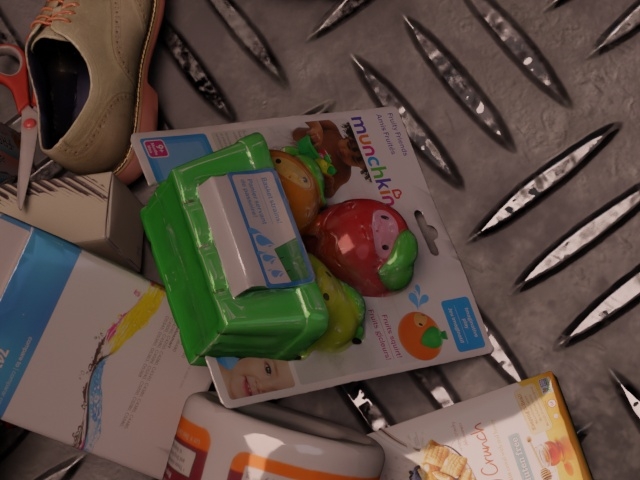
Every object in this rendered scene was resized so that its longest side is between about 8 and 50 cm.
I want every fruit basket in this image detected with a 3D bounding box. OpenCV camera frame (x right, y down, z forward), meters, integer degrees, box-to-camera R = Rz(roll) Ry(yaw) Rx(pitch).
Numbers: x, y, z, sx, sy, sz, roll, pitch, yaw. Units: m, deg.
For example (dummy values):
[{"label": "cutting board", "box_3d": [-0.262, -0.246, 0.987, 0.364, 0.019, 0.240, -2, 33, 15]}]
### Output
[{"label": "fruit basket", "box_3d": [0.000, 0.000, 1.552, 0.353, 0.165, 0.327, -10, 69, -26]}]

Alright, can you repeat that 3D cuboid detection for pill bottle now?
[{"label": "pill bottle", "box_3d": [-0.087, 0.374, 1.498, 0.224, 0.224, 0.392, 16, 90, 20]}]

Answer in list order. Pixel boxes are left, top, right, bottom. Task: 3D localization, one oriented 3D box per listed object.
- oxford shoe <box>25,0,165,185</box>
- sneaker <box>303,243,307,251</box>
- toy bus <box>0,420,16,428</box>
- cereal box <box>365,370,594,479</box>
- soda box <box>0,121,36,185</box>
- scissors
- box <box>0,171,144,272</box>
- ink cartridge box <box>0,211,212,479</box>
[{"label": "oxford shoe", "box_3d": [-0.285, -0.270, 1.756, 0.140, 0.146, 0.397, -17, 70, 30]}, {"label": "sneaker", "box_3d": [-0.069, 0.098, 1.656, 0.081, 0.080, 0.211, 15, 72, 26]}, {"label": "toy bus", "box_3d": [-0.386, 0.147, 1.717, 0.191, 0.104, 0.202, -5, 75, 16]}, {"label": "cereal box", "box_3d": [0.170, 0.262, 1.552, 0.240, 0.047, 0.173, -22, 71, 11]}, {"label": "soda box", "box_3d": [-0.427, -0.119, 1.752, 0.063, 0.183, 0.058, -27, 70, 10]}, {"label": "scissors", "box_3d": [-0.350, -0.158, 1.766, 0.109, 0.021, 0.297, -13, 51, -11]}, {"label": "box", "box_3d": [-0.362, -0.008, 1.741, 0.275, 0.113, 0.094, -6, 65, 14]}, {"label": "ink cartridge box", "box_3d": [-0.275, 0.111, 1.575, 0.198, 0.270, 0.197, 16, 80, 59]}]
